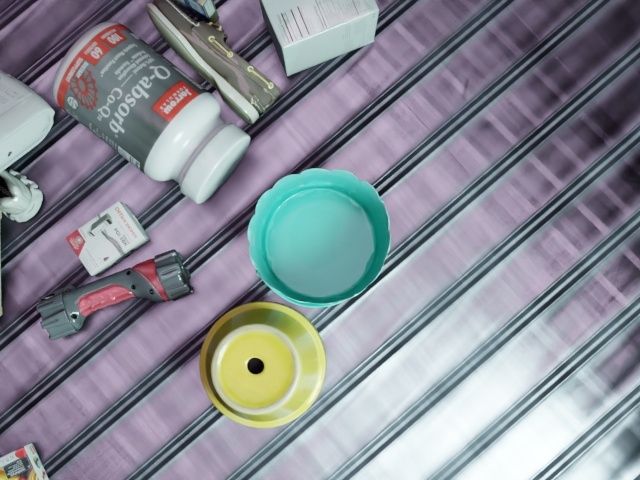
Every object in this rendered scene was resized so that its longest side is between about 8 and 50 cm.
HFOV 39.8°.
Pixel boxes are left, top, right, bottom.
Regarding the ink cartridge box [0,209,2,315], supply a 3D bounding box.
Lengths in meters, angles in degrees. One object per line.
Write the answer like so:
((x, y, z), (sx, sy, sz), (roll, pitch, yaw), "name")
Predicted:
((-0.747, 0.046, 1.765), (0.193, 0.088, 0.234), (5, 105, 3), "ink cartridge box")

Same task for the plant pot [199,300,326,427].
((-0.115, 0.240, 1.701), (0.254, 0.239, 0.254), (0, 84, 0), "plant pot")

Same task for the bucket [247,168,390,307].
((0.000, 0.000, 1.748), (0.281, 0.183, 0.281), (0, 85, 1), "bucket")

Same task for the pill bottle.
((-0.332, -0.251, 1.761), (0.363, 0.210, 0.210), (38, 86, 3), "pill bottle")

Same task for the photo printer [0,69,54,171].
((-0.703, -0.238, 1.747), (0.256, 0.107, 0.307), (29, 43, 6), "photo printer")

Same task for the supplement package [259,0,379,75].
((-0.006, -0.459, 1.783), (0.203, 0.194, 0.149), (-22, 84, -2), "supplement package")

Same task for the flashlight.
((-0.414, 0.116, 1.786), (0.304, 0.103, 0.103), (-23, 113, 0), "flashlight")

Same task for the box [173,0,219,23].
((-0.317, -0.533, 1.821), (0.225, 0.136, 0.036), (32, 87, 3), "box")

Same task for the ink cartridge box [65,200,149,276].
((-0.436, -0.004, 1.816), (0.135, 0.056, 0.099), (-36, 85, -2), "ink cartridge box")

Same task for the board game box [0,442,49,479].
((-0.684, 0.562, 1.770), (0.305, 0.053, 0.193), (-26, 86, -2), "board game box")

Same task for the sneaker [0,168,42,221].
((-0.712, -0.144, 1.803), (0.292, 0.118, 0.110), (28, 88, 4), "sneaker")

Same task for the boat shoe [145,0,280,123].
((-0.222, -0.387, 1.822), (0.097, 0.116, 0.324), (-45, 90, -8), "boat shoe")
